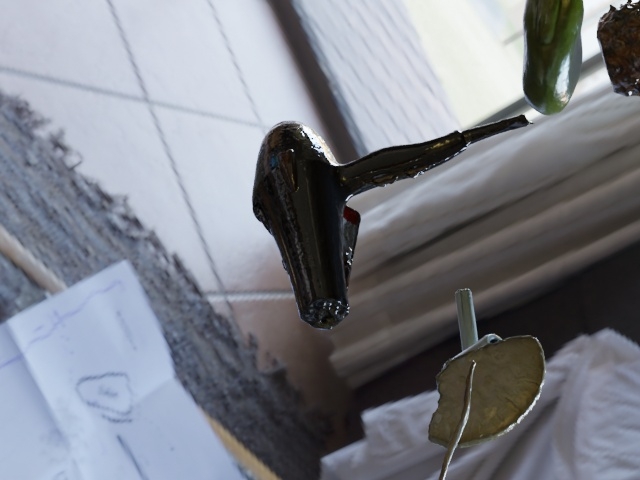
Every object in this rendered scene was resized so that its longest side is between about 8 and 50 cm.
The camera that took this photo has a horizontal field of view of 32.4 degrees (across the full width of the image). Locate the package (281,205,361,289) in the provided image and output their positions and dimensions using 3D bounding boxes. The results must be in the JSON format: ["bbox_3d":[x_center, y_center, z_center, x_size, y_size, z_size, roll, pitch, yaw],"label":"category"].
[{"bbox_3d":[0.000,0.000,1.893,0.154,0.030,0.239,41,39,-29],"label":"package"}]

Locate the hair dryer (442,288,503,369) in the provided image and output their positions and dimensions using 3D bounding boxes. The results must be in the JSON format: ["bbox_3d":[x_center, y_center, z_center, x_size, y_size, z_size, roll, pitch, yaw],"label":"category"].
[{"bbox_3d":[0.313,0.185,2.250,0.073,0.131,0.236,28,39,-24],"label":"hair dryer"}]

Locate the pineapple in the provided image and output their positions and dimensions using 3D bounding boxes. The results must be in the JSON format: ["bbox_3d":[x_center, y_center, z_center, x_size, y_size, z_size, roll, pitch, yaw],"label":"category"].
[{"bbox_3d":[0.560,-0.319,1.596,0.141,0.310,0.170,34,42,-66],"label":"pineapple"}]

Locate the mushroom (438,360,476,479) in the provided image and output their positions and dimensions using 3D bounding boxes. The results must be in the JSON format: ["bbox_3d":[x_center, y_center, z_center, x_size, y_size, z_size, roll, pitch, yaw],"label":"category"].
[{"bbox_3d":[0.214,0.329,1.760,0.028,0.026,0.286,19,72,-23],"label":"mushroom"}]

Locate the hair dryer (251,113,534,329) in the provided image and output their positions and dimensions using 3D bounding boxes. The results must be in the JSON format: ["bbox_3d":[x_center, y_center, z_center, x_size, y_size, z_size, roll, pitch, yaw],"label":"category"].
[{"bbox_3d":[0.093,-0.067,1.317,0.120,0.359,0.304,65,7,-45],"label":"hair dryer"}]

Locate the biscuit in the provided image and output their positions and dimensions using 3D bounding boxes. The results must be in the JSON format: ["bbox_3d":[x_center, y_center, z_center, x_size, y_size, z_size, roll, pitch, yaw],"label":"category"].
[{"bbox_3d":[0.282,0.256,1.915,0.188,0.265,0.040,31,-23,39],"label":"biscuit"}]

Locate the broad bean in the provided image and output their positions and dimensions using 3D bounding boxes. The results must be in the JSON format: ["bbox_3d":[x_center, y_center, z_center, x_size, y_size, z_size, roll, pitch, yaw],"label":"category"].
[{"bbox_3d":[0.469,-0.393,2.227,0.238,0.119,0.291,-70,159,-47],"label":"broad bean"}]
